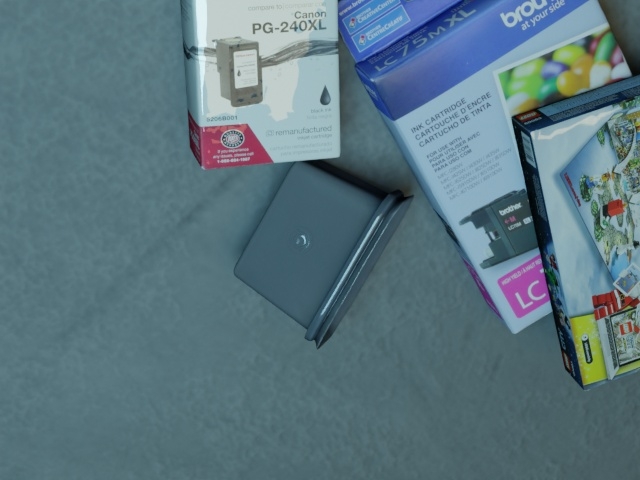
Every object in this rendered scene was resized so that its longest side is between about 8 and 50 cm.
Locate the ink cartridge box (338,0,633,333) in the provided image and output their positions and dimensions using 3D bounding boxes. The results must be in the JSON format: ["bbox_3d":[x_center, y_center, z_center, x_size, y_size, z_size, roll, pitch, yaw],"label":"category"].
[{"bbox_3d":[0.157,-0.096,1.074,0.186,0.065,0.311,-32,112,0],"label":"ink cartridge box"}]

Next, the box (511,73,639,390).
[{"bbox_3d":[0.253,-0.011,1.072,0.159,0.044,0.233,-19,114,-7],"label":"box"}]

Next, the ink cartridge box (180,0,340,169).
[{"bbox_3d":[-0.045,-0.137,1.008,0.109,0.063,0.150,-6,112,-11],"label":"ink cartridge box"}]

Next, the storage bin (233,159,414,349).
[{"bbox_3d":[0.000,0.000,1.063,0.091,0.098,0.135,32,102,6],"label":"storage bin"}]
